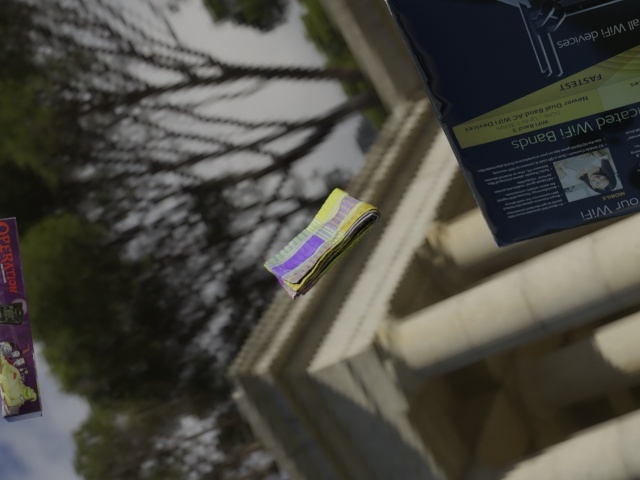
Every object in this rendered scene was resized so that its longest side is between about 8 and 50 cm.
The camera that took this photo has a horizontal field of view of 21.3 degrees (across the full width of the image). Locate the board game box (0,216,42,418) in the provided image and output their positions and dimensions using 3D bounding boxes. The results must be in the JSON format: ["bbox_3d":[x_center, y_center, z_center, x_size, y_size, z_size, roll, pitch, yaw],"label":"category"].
[{"bbox_3d":[-0.349,0.099,1.925,0.347,0.056,0.208,146,111,-79],"label":"board game box"}]

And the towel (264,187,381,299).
[{"bbox_3d":[0.000,0.000,0.849,0.009,0.060,0.083,45,179,-15],"label":"towel"}]

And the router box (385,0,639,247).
[{"bbox_3d":[0.222,-0.135,1.095,0.243,0.309,0.081,62,-160,-43],"label":"router box"}]
